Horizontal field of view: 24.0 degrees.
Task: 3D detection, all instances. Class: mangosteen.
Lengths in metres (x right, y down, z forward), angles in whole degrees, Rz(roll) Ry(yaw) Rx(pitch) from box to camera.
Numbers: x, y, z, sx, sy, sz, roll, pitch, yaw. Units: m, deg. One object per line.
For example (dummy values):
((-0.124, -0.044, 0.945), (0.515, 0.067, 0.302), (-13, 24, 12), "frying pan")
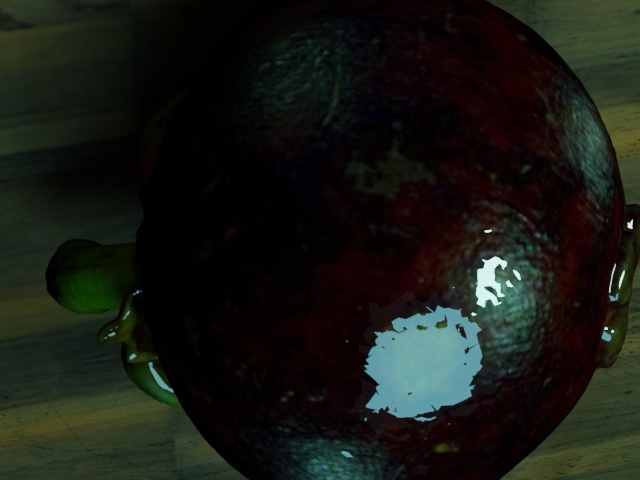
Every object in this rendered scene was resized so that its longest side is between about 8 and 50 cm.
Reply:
((0.000, 0.000, 0.861), (0.359, 0.306, 0.306), (8, 145, 8), "mangosteen")
